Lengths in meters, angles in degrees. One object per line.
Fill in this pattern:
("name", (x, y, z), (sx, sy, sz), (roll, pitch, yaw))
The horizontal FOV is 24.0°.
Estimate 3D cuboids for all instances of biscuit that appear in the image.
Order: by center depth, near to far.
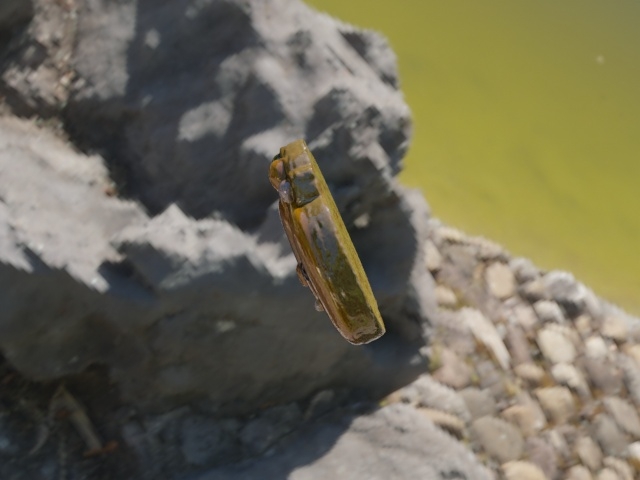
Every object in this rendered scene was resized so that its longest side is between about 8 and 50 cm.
("biscuit", (-0.004, 0.002, 1.207), (0.050, 0.170, 0.170), (-24, 80, 3))
